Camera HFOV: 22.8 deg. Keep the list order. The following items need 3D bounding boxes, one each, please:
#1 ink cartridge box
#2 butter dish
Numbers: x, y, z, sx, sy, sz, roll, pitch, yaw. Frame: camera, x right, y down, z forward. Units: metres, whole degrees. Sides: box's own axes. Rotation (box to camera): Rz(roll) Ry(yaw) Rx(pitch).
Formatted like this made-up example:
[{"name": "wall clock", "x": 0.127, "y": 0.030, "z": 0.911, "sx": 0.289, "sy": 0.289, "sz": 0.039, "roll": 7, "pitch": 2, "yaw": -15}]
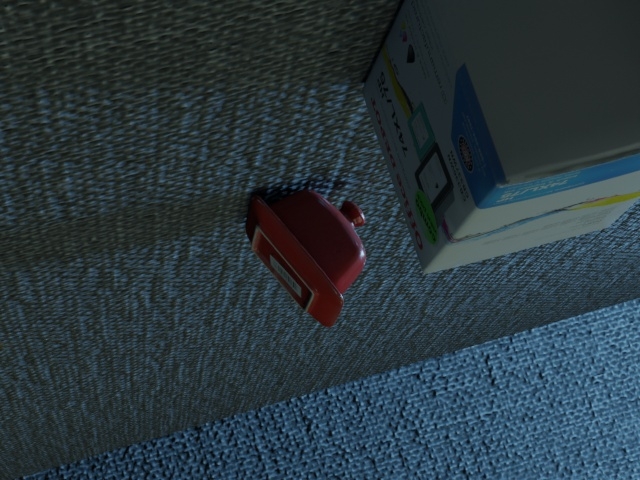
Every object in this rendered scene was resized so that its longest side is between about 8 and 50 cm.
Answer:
[{"name": "ink cartridge box", "x": 0.176, "y": -0.115, "z": 1.378, "sx": 0.197, "sy": 0.198, "sz": 0.270, "roll": -15, "pitch": 166, "yaw": -13}, {"name": "butter dish", "x": 0.000, "y": 0.000, "z": 1.813, "sx": 0.118, "sy": 0.160, "sz": 0.160, "roll": -39, "pitch": 172, "yaw": -15}]
